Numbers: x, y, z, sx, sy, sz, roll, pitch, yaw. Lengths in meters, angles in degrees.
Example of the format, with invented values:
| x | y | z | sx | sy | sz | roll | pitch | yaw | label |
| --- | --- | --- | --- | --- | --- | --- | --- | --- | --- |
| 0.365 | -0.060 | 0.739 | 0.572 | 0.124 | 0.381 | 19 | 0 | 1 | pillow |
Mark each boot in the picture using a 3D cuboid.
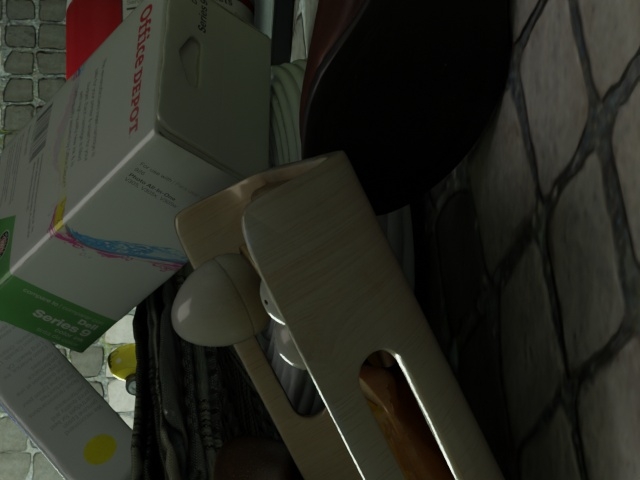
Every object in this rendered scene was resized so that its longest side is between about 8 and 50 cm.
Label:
| x | y | z | sx | sy | sz | roll | pitch | yaw | label |
| --- | --- | --- | --- | --- | --- | --- | --- | --- | --- |
| 0.028 | -0.186 | 0.726 | 0.280 | 0.096 | 0.264 | -103 | 15 | -54 | boot |

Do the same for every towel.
| x | y | z | sx | sy | sz | roll | pitch | yaw | label |
| --- | --- | --- | --- | --- | --- | --- | --- | --- | --- |
| -0.047 | 0.151 | 0.967 | 0.312 | 0.056 | 0.324 | -98 | -16 | -47 | towel |

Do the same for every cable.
| x | y | z | sx | sy | sz | roll | pitch | yaw | label |
| --- | --- | --- | --- | --- | --- | --- | --- | --- | --- |
| 0.000 | 0.000 | 0.901 | 0.257 | 0.089 | 0.257 | 138 | 131 | -77 | cable |

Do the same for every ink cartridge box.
| x | y | z | sx | sy | sz | roll | pitch | yaw | label |
| --- | --- | --- | --- | --- | --- | --- | --- | --- | --- |
| -0.131 | -0.048 | 0.880 | 0.212 | 0.093 | 0.154 | -41 | 36 | 34 | ink cartridge box |
| -0.133 | 0.201 | 0.987 | 0.307 | 0.072 | 0.304 | 38 | 161 | 36 | ink cartridge box |

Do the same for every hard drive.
| x | y | z | sx | sy | sz | roll | pitch | yaw | label |
| --- | --- | --- | --- | --- | --- | --- | --- | --- | --- |
| -0.049 | -0.241 | 1.369 | 0.135 | 0.022 | 0.094 | -109 | 21 | -62 | hard drive |

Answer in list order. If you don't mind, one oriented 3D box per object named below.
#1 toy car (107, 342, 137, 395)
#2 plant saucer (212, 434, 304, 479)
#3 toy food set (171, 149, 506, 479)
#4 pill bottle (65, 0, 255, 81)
| x | y | z | sx | sy | sz | roll | pitch | yaw | label |
| --- | --- | --- | --- | --- | --- | --- | --- | --- | --- |
| -0.088 | 0.191 | 1.363 | 0.053 | 0.239 | 0.225 | -51 | 52 | 14 | toy car |
| 0.004 | 0.203 | 0.815 | 0.199 | 0.036 | 0.198 | 54 | -164 | -24 | plant saucer |
| 0.000 | 0.078 | 0.644 | 0.220 | 0.092 | 0.306 | 63 | 172 | -6 | toy food set |
| -0.186 | -0.194 | 1.561 | 0.229 | 0.229 | 0.408 | 120 | 149 | -71 | pill bottle |
